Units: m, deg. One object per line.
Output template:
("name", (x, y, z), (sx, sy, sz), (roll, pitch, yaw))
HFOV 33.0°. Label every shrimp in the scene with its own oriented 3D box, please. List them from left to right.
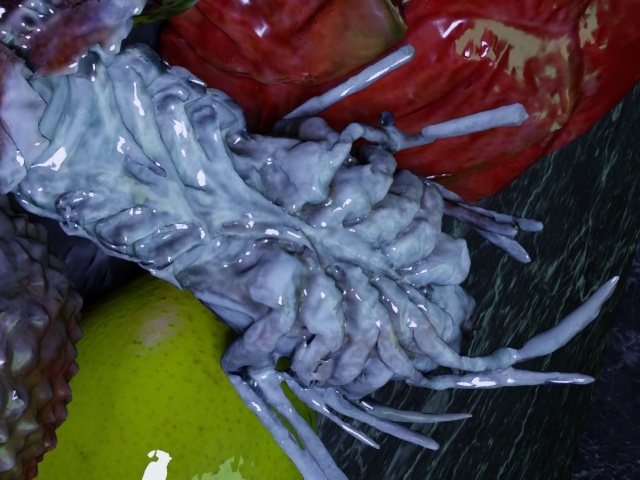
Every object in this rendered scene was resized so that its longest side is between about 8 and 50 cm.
("shrimp", (-0.001, 0.001, 0.502), (0.410, 0.166, 0.221), (28, 77, -40))

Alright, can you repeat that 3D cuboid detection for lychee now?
("lychee", (-0.183, 0.051, 0.421), (0.165, 0.197, 0.165), (24, 58, -46))

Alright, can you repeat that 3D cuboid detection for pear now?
("pear", (-0.088, 0.103, 0.616), (0.187, 0.187, 0.220), (78, 21, -52))

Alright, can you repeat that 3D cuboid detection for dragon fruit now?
("dragon fruit", (0.000, -0.172, 0.619), (0.302, 0.240, 0.330), (-38, 131, 3))

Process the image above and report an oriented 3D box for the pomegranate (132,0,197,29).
("pomegranate", (-0.102, -0.153, 0.432), (0.163, 0.138, 0.125), (26, 74, -33))
